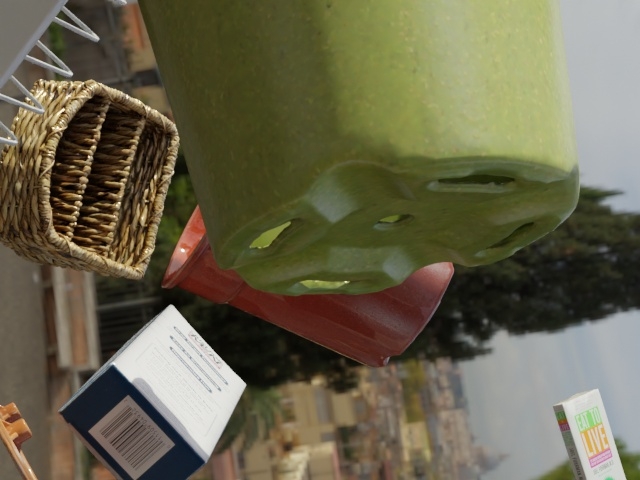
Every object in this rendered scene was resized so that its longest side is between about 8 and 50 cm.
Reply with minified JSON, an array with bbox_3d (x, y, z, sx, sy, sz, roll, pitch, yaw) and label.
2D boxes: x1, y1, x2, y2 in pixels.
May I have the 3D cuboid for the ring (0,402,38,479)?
[{"bbox_3d":[-0.337,0.200,1.231,0.336,0.032,0.336,52,-20,27],"label":"ring"}]

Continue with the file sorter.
[{"bbox_3d":[-0.437,-0.292,1.564,0.193,0.277,0.173,42,8,16],"label":"file sorter"}]

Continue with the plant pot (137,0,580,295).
[{"bbox_3d":[0.018,-0.115,0.585,0.276,0.276,0.253,64,15,-71],"label":"plant pot"}]

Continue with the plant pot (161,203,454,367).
[{"bbox_3d":[0.000,0.000,1.298,0.272,0.265,0.272,-56,-169,17],"label":"plant pot"}]

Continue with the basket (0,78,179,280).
[{"bbox_3d":[-0.389,-0.110,1.879,0.213,0.223,0.299,62,39,-67],"label":"basket"}]

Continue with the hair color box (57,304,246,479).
[{"bbox_3d":[-0.217,0.215,1.542,0.174,0.105,0.347,48,9,-3],"label":"hair color box"}]

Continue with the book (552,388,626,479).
[{"bbox_3d":[0.388,0.297,1.638,0.096,0.035,0.144,-11,81,-48],"label":"book"}]
